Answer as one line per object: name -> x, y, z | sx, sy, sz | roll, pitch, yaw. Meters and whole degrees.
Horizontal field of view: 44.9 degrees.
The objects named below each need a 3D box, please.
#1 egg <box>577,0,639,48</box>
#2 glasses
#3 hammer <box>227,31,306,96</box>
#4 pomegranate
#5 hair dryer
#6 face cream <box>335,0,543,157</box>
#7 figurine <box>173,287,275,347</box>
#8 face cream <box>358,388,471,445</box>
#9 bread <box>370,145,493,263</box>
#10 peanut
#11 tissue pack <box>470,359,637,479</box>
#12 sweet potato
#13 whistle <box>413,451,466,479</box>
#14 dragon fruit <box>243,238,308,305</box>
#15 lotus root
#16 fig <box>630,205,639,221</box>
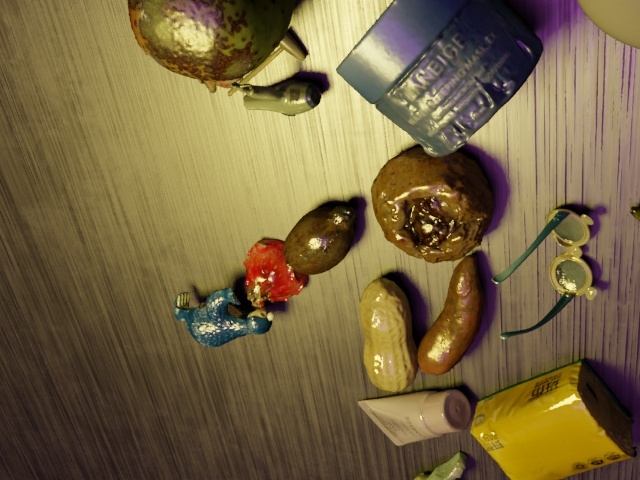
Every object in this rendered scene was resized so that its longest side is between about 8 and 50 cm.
egg -> 0.449, -0.353, 1.050 | 0.232, 0.176, 0.176 | 35, 130, -6
glasses -> 0.377, 0.058, 1.369 | 0.088, 0.220, 0.190 | 37, 147, 53
hammer -> -0.106, -0.314, 1.448 | 0.060, 0.028, 0.195 | 45, 133, -17
pomegranate -> -0.184, -0.369, 1.308 | 0.285, 0.285, 0.341 | 24, 152, 9
hair dryer -> -0.118, -0.259, 1.400 | 0.167, 0.199, 0.067 | 1, 93, 51
face cream -> 0.184, -0.280, 1.182 | 0.225, 0.249, 0.249 | 39, 130, -7
figurine -> -0.217, 0.185, 1.758 | 0.262, 0.121, 0.164 | -8, 152, 45
face cream -> 0.213, 0.397, 1.747 | 0.154, 0.096, 0.274 | 46, 142, -13
bread -> 0.200, -0.061, 1.408 | 0.230, 0.123, 0.230 | 12, 124, 19
peanut -> 0.139, 0.193, 1.617 | 0.123, 0.123, 0.257 | 0, 112, 26
tissue pack -> 0.467, 0.380, 1.571 | 0.192, 0.134, 0.271 | 47, 129, -9
sweet potato -> 0.273, 0.156, 1.547 | 0.097, 0.097, 0.292 | 24, 120, 9
whistle -> 0.284, 0.590, 1.828 | 0.123, 0.123, 0.223 | 34, 115, 1
dragon fruit -> -0.107, 0.082, 1.662 | 0.153, 0.111, 0.153 | 11, 128, 15
lotus root -> 0.000, 0.000, 1.552 | 0.120, 0.120, 0.209 | 42, 130, -6
fig -> 0.577, -0.066, 1.205 | 0.148, 0.142, 0.186 | 38, 122, 23
